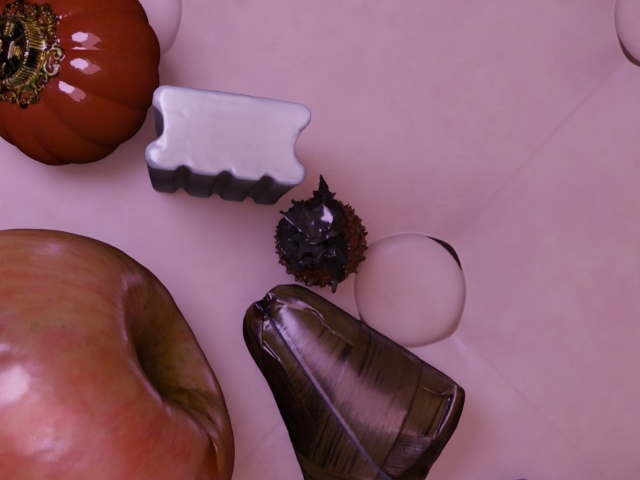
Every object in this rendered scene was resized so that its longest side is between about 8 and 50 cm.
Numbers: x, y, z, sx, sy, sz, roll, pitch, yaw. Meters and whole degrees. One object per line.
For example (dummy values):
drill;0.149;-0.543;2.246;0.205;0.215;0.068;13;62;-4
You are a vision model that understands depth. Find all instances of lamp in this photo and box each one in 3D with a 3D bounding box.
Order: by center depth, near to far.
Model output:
lamp;-0.283;-0.194;1.136;0.223;0.196;0.223;-2;85;28

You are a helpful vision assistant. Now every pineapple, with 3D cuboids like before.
pineapple;0.000;0.000;1.139;0.125;0.251;0.125;0;85;1

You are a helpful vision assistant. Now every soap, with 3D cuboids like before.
soap;-0.107;-0.099;1.118;0.160;0.265;0.087;7;87;-7

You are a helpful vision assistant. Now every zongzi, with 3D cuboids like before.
zongzi;-0.012;0.233;1.191;0.286;0.138;0.300;32;93;-1

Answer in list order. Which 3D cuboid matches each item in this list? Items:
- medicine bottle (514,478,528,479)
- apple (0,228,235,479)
medicine bottle;0.309;0.412;1.208;0.254;0.152;0.152;34;83;-6
apple;-0.294;0.182;1.028;0.347;0.391;0.391;-26;91;6
